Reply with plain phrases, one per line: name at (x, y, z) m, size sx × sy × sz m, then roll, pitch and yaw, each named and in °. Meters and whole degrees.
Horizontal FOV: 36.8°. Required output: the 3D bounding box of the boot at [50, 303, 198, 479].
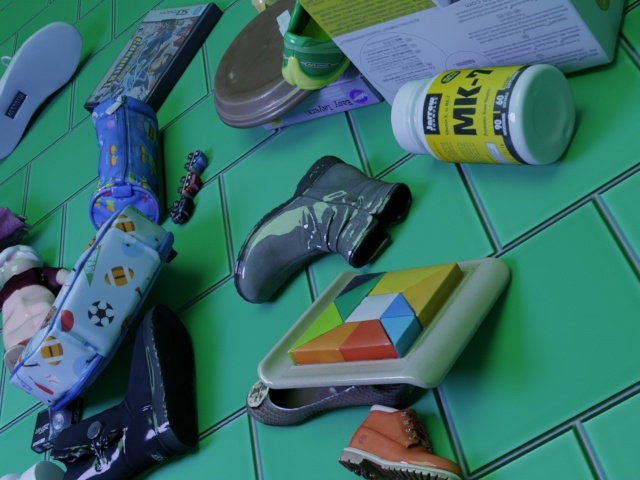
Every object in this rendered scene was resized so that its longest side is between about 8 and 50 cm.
boot at (-0.276, 0.224, 1.319) m, size 0.207 × 0.094 × 0.247 m, roll -29°, pitch 46°, yaw 16°

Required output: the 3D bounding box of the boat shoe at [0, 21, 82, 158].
boat shoe at (-0.697, -0.360, 2.257) m, size 0.367 × 0.135 × 0.156 m, roll -58°, pitch 34°, yaw 1°

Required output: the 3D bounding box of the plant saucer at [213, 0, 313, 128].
plant saucer at (-0.071, -0.300, 1.542) m, size 0.277 × 0.041 × 0.278 m, roll -27°, pitch 41°, yaw 25°

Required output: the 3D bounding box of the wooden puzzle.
wooden puzzle at (0.069, 0.086, 1.090) m, size 0.238 × 0.044 × 0.221 m, roll -5°, pitch 29°, yaw 40°

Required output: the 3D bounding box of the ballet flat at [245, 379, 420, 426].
ballet flat at (0.002, 0.170, 1.130) m, size 0.249 × 0.058 × 0.084 m, roll -11°, pitch 49°, yaw 38°

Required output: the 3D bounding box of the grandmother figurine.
grandmother figurine at (-0.509, 0.112, 1.658) m, size 0.207 × 0.104 × 0.342 m, roll -20°, pitch 33°, yaw -11°

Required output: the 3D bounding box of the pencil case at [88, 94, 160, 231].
pencil case at (-0.345, -0.139, 1.695) m, size 0.119 × 0.133 × 0.306 m, roll -8°, pitch 43°, yaw -4°

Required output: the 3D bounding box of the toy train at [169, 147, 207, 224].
toy train at (-0.219, -0.094, 1.615) m, size 0.036 × 0.027 × 0.158 m, roll -15°, pitch 47°, yaw 31°

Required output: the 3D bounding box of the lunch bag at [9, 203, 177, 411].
lunch bag at (-0.334, 0.099, 1.426) m, size 0.303 × 0.115 × 0.243 m, roll -62°, pitch 11°, yaw -30°

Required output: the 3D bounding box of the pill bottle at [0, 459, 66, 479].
pill bottle at (-0.430, 0.387, 1.310) m, size 0.193 × 0.108 × 0.108 m, roll -38°, pitch 38°, yaw 11°

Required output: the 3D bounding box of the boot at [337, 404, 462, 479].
boot at (0.093, 0.215, 1.004) m, size 0.157 × 0.059 × 0.085 m, roll 5°, pitch 55°, yaw 48°

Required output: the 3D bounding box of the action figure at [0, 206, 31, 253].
action figure at (-0.724, 0.034, 1.761) m, size 0.370 × 0.275 × 0.248 m, roll -43°, pitch -10°, yaw -47°

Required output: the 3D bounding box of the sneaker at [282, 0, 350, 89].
sneaker at (0.037, -0.351, 1.397) m, size 0.109 × 0.123 × 0.296 m, roll 20°, pitch 63°, yaw 18°

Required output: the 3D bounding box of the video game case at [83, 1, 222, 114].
video game case at (-0.352, -0.375, 1.996) m, size 0.248 × 0.035 × 0.275 m, roll 10°, pitch 64°, yaw 48°

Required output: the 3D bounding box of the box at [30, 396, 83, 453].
box at (-0.398, 0.278, 1.454) m, size 0.083 × 0.018 × 0.067 m, roll -27°, pitch 41°, yaw 24°

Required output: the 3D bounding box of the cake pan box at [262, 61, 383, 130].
cake pan box at (0.020, -0.316, 1.554) m, size 0.245 × 0.070 × 0.267 m, roll -8°, pitch 51°, yaw 37°

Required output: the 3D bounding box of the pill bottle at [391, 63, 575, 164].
pill bottle at (0.196, -0.154, 1.190) m, size 0.208 × 0.119 × 0.119 m, roll 6°, pitch 61°, yaw 47°

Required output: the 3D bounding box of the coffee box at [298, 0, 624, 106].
coffee box at (0.186, -0.421, 1.264) m, size 0.338 × 0.334 × 0.338 m, roll -9°, pitch 51°, yaw 41°

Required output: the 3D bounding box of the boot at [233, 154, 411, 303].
boot at (0.000, 0.000, 1.276) m, size 0.247 × 0.083 × 0.161 m, roll -53°, pitch 43°, yaw -6°

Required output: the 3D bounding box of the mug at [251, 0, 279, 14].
mug at (-0.091, -0.434, 1.772) m, size 0.062 × 0.064 × 0.078 m, roll -47°, pitch 37°, yaw -2°
